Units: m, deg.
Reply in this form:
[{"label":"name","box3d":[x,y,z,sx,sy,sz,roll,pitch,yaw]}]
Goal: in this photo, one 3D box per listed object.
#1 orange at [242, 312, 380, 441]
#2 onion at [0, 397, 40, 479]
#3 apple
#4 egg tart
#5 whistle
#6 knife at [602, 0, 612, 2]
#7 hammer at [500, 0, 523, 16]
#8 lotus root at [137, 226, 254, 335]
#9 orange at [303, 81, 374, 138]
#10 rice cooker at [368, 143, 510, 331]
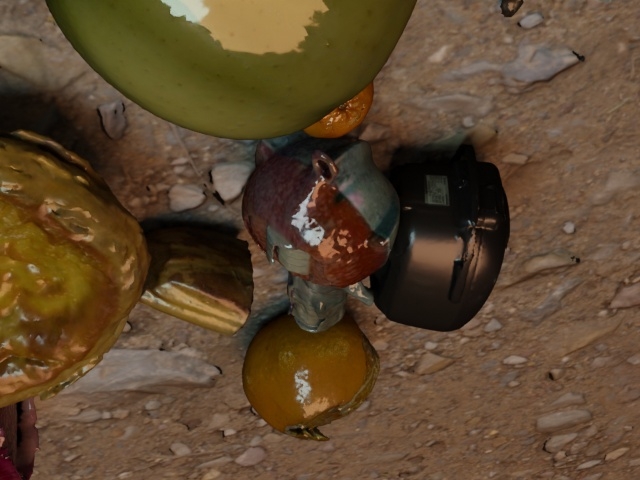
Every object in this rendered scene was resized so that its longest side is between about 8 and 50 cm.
[{"label":"orange","box3d":[-0.010,0.146,1.593,0.156,0.134,0.156,-1,149,-1]},{"label":"onion","box3d":[-0.378,0.180,1.464,0.200,0.201,0.207,-19,176,4]},{"label":"apple","box3d":[-0.060,-0.201,1.005,0.279,0.279,0.279,-11,145,-8]},{"label":"egg tart","box3d":[-0.314,0.013,1.272,0.341,0.129,0.341,-8,138,-7]},{"label":"whistle","box3d":[-0.001,0.000,1.381,0.142,0.134,0.346,17,156,5]},{"label":"knife","box3d":[0.331,-0.305,1.178,0.080,0.044,0.331,-4,147,-31]},{"label":"hammer","box3d":[0.029,-0.196,1.219,0.297,0.027,0.125,-14,146,-2]},{"label":"lotus root","box3d":[-0.129,0.033,1.430,0.135,0.095,0.159,19,173,-33]},{"label":"orange","box3d":[0.008,-0.127,1.257,0.083,0.070,0.083,-12,115,-27]},{"label":"rice cooker","box3d":[0.112,0.001,1.432,0.118,0.142,0.203,5,139,-9]}]
